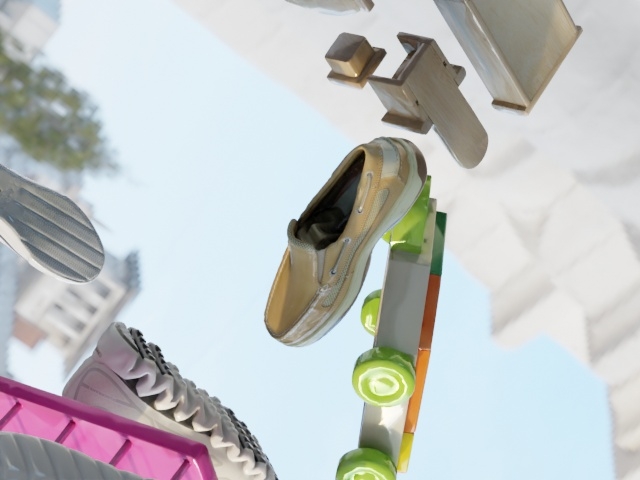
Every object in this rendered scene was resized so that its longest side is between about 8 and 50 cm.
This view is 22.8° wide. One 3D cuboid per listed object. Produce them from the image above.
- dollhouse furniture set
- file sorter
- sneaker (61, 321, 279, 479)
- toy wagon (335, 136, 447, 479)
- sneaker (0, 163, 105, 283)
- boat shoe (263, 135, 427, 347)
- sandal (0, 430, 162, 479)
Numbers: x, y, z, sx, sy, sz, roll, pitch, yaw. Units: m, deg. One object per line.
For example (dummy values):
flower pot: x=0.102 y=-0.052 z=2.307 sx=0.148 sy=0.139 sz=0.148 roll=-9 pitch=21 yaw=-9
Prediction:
dollhouse furniture set: x=0.066 y=-0.241 z=1.646 sx=0.355 sy=0.174 sz=0.303 roll=18 pitch=-114 yaw=42
file sorter: x=-0.248 y=0.282 z=1.492 sx=0.290 sy=0.202 sz=0.182 roll=14 pitch=-132 yaw=30
sneaker: x=-0.157 y=0.214 z=1.725 sx=0.118 sy=0.292 sz=0.110 roll=-45 pitch=-157 yaw=2
toy wagon: x=0.072 y=0.066 z=1.477 sx=0.267 sy=0.068 sz=0.344 roll=-79 pitch=178 yaw=-55
sneaker: x=-0.373 y=-0.038 z=1.925 sx=0.094 sy=0.258 sz=0.091 roll=-57 pitch=-154 yaw=-17
boat shoe: x=0.000 y=0.000 z=1.163 sx=0.068 sy=0.072 sz=0.190 roll=46 pitch=-62 yaw=33
sandal: x=-0.179 y=0.268 z=1.297 sx=0.102 sy=0.416 sz=0.169 roll=-38 pitch=-133 yaw=42
